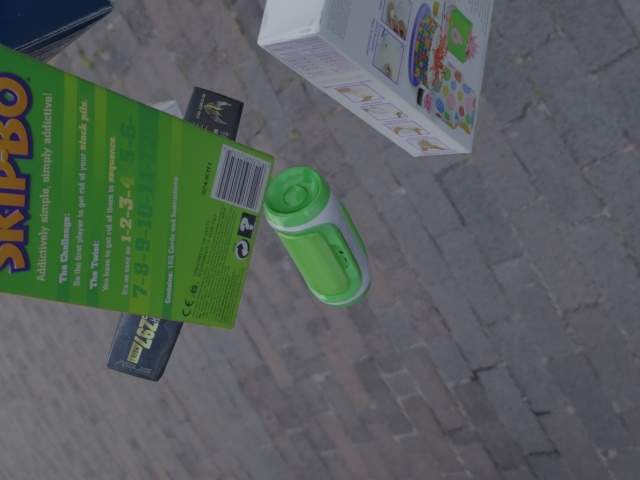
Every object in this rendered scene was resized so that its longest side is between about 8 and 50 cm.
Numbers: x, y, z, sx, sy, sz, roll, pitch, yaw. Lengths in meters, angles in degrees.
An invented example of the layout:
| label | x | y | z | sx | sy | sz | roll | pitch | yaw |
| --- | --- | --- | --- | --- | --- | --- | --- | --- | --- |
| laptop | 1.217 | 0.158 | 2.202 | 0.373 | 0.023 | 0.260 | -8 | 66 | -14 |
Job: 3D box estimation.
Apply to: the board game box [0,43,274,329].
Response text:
| label | x | y | z | sx | sy | sz | roll | pitch | yaw |
| --- | --- | --- | --- | --- | --- | --- | --- | --- | --- |
| board game box | -0.131 | -0.024 | 0.524 | 0.039 | 0.259 | 0.124 | 11 | 86 | 35 |

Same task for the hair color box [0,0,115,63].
| label | x | y | z | sx | sy | sz | roll | pitch | yaw |
| --- | --- | --- | --- | --- | --- | --- | --- | --- | --- |
| hair color box | -0.311 | -0.191 | 0.713 | 0.347 | 0.105 | 0.173 | -10 | 112 | 53 |

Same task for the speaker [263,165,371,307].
| label | x | y | z | sx | sy | sz | roll | pitch | yaw |
| --- | --- | --- | --- | --- | --- | --- | --- | --- | --- |
| speaker | 0.000 | 0.000 | 1.610 | 0.131 | 0.131 | 0.296 | 29 | 160 | 36 |

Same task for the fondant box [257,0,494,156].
| label | x | y | z | sx | sy | sz | roll | pitch | yaw |
| --- | --- | --- | --- | --- | --- | --- | --- | --- | --- |
| fondant box | 0.083 | -0.273 | 1.100 | 0.096 | 0.238 | 0.330 | -3 | 160 | 40 |

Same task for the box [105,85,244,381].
| label | x | y | z | sx | sy | sz | roll | pitch | yaw |
| --- | --- | --- | --- | --- | --- | --- | --- | --- | --- |
| box | -0.138 | -0.010 | 0.871 | 0.059 | 0.232 | 0.183 | 17 | 131 | -11 |

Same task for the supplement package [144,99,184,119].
| label | x | y | z | sx | sy | sz | roll | pitch | yaw |
| --- | --- | --- | --- | --- | --- | --- | --- | --- | --- |
| supplement package | -0.268 | -0.088 | 1.463 | 0.139 | 0.134 | 0.244 | 9 | 124 | 56 |
